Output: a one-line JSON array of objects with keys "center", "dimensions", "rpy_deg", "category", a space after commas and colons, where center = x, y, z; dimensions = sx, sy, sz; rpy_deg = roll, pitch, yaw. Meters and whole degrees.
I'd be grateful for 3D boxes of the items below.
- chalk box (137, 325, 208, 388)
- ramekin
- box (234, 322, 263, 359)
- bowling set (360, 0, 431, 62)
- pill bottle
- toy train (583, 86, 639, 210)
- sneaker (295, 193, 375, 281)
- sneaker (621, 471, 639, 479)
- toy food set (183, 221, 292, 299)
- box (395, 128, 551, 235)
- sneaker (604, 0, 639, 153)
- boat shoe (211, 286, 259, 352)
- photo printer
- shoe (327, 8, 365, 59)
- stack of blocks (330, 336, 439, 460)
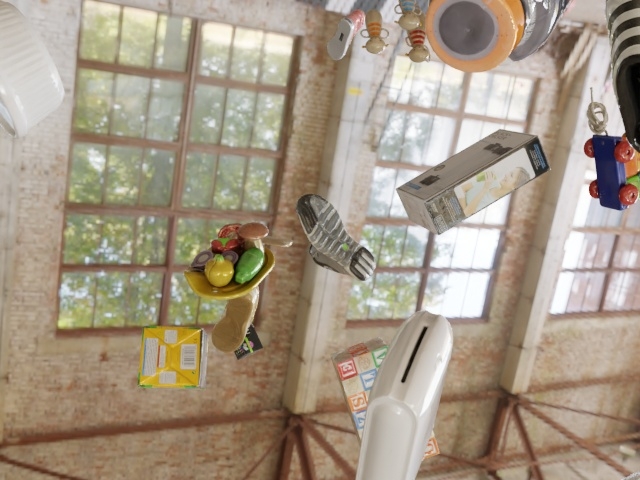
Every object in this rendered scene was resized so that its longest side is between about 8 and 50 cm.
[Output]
[{"center": [-0.324, 0.267, 1.652], "dimensions": [0.132, 0.132, 0.213], "rpy_deg": [2, 166, -5], "category": "chalk box"}, {"center": [-0.625, -0.348, 1.468], "dimensions": [0.127, 0.272, 0.273], "rpy_deg": [-36, -144, -23], "category": "ramekin"}, {"center": [-0.205, 0.270, 1.992], "dimensions": [0.062, 0.083, 0.052], "rpy_deg": [-16, 164, -40], "category": "box"}, {"center": [0.241, -0.527, 1.743], "dimensions": [0.287, 0.154, 0.200], "rpy_deg": [0, 153, -1], "category": "bowling set"}, {"center": [0.191, -0.261, 0.748], "dimensions": [0.131, 0.130, 0.245], "rpy_deg": [16, -135, 25], "category": "pill bottle"}, {"center": [0.604, -0.196, 1.449], "dimensions": [0.144, 0.247, 0.105], "rpy_deg": [-19, -161, -18], "category": "toy train"}, {"center": [0.000, 0.000, 1.497], "dimensions": [0.228, 0.086, 0.132], "rpy_deg": [50, 154, -25], "category": "sneaker"}, {"center": [0.474, 0.476, 1.209], "dimensions": [0.321, 0.126, 0.127], "rpy_deg": [-12, 164, -43], "category": "sneaker"}, {"center": [-0.144, 0.013, 1.243], "dimensions": [0.128, 0.071, 0.218], "rpy_deg": [13, -147, 18], "category": "toy food set"}, {"center": [0.329, -0.134, 1.614], "dimensions": [0.290, 0.087, 0.169], "rpy_deg": [-29, -161, -6], "category": "box"}, {"center": [0.503, -0.196, 0.991], "dimensions": [0.448, 0.257, 0.169], "rpy_deg": [19, 166, -38], "category": "sneaker"}, {"center": [-0.150, 0.140, 1.356], "dimensions": [0.063, 0.170, 0.059], "rpy_deg": [32, -141, 2], "category": "boat shoe"}, {"center": [0.153, 0.295, 1.329], "dimensions": [0.107, 0.307, 0.256], "rpy_deg": [17, -141, 15], "category": "photo printer"}, {"center": [0.082, -0.632, 2.268], "dimensions": [0.063, 0.178, 0.081], "rpy_deg": [43, -119, 7], "category": "shoe"}, {"center": [0.153, 0.388, 1.756], "dimensions": [0.171, 0.297, 0.087], "rpy_deg": [-19, -172, -7], "category": "stack of blocks"}]
